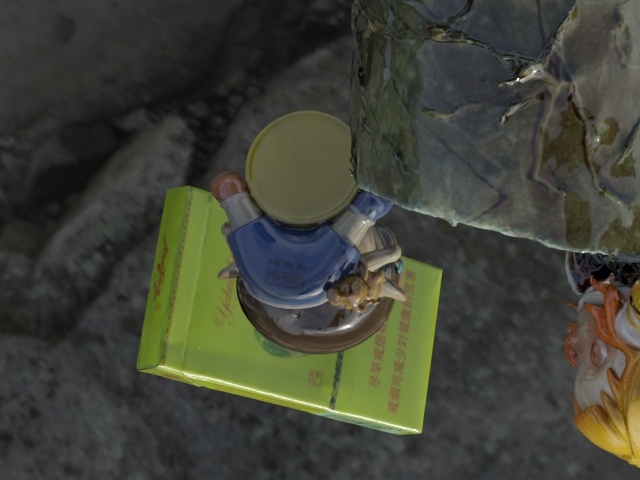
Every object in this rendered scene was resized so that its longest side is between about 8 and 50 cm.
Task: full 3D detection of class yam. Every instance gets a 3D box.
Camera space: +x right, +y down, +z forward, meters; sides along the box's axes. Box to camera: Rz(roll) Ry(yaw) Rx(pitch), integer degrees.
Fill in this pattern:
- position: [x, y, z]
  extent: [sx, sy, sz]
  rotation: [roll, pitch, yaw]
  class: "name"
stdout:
- position: [0.133, -0.161, 0.979]
  extent: [0.241, 0.241, 0.348]
  rotation: [-6, 106, -20]
  class: "yam"

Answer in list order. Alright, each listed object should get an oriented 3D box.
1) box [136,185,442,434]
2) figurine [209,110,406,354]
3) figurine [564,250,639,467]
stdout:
- position: [-0.023, 0.077, 1.687]
  extent: [0.335, 0.047, 0.187]
  rotation: [18, 74, -34]
  class: "box"
- position: [-0.002, 0.009, 1.377]
  extent: [0.161, 0.275, 0.158]
  rotation: [11, 73, 7]
  class: "figurine"
- position: [0.382, 0.117, 1.912]
  extent: [0.196, 0.320, 0.323]
  rotation: [-2, 76, -5]
  class: "figurine"
